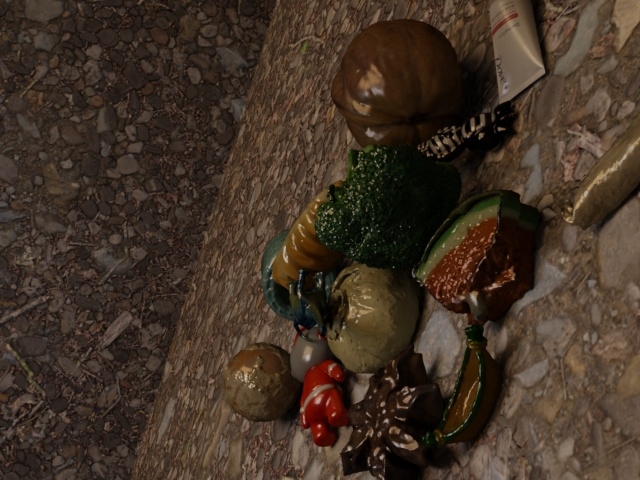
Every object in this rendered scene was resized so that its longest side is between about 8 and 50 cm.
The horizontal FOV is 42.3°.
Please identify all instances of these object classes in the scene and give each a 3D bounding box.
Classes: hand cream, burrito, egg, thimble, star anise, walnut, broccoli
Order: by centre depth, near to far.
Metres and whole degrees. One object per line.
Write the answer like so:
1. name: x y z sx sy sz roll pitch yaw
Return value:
1. burrito: 0.449 -0.106 1.250 0.226 0.060 0.087 -55 25 33
2. star anise: 0.130 0.359 1.564 0.315 0.108 0.315 -44 31 35
3. broccoli: 0.132 -0.080 1.644 0.308 0.308 0.275 -50 45 42
4. hand cream: 0.387 -0.402 1.662 0.133 0.083 0.248 137 136 -55
5. walnut: 0.173 -0.338 1.836 0.306 0.306 0.344 -61 30 24
6. thimble: -0.054 0.080 2.133 0.143 0.198 0.235 -104 21 -62
7. egg: -0.151 0.367 2.134 0.245 0.203 0.203 124 157 -59

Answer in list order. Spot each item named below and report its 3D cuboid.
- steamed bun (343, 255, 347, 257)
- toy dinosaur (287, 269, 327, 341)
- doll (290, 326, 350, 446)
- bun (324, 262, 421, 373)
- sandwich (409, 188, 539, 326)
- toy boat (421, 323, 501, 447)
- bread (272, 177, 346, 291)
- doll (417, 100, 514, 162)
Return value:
1. steamed bun: 0.101 -0.040 1.974 0.155 0.141 0.172 6 82 59
2. toy dinosaur: -0.027 0.144 1.803 0.363 0.076 0.147 139 129 -76
3. doll: -0.004 0.319 1.959 0.200 0.105 0.336 -60 31 31
4. bun: 0.098 0.147 1.778 0.259 0.152 0.259 -55 24 40
5. sandwich: 0.289 0.032 1.473 0.292 0.109 0.212 -62 31 33
6. toy boat: 0.244 0.254 1.401 0.229 0.088 0.089 -69 20 6
7. bread: 0.000 0.000 1.869 0.173 0.121 0.311 -41 -13 -46
8. doll: 0.295 -0.206 1.665 0.219 0.067 0.091 -22 40 30
